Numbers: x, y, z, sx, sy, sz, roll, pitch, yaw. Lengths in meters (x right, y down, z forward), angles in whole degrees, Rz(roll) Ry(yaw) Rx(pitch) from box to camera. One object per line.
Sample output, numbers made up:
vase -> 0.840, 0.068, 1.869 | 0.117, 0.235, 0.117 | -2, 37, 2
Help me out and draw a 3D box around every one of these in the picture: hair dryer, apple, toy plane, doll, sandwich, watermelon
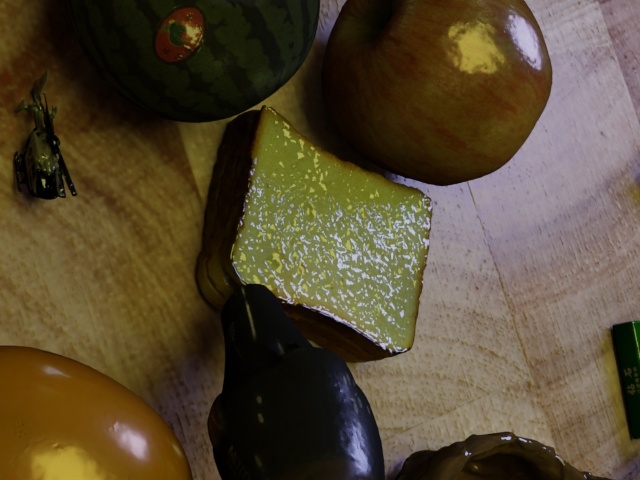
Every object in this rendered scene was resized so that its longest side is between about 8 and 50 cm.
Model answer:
hair dryer -> -0.069, 0.223, 0.865 | 0.120, 0.303, 0.359 | 14, 106, -21
apple -> 0.108, -0.159, 1.101 | 0.188, 0.211, 0.211 | 26, 62, -30
toy plane -> -0.216, -0.075, 0.920 | 0.031, 0.049, 0.120 | 7, 55, -38
doll -> -0.199, 0.190, 0.763 | 0.213, 0.213, 0.236 | 34, 72, -26
sandwich -> 0.000, 0.000, 1.058 | 0.215, 0.065, 0.186 | 23, 64, -32
watermelon -> -0.102, -0.203, 0.949 | 0.212, 0.212, 0.212 | 13, 69, -35

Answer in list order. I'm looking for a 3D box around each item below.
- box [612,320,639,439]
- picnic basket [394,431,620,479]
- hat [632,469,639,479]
box -> 0.435, 0.157, 1.375 | 0.235, 0.034, 0.132 | 0, 76, -38
picnic basket -> 0.210, 0.315, 0.964 | 0.337, 0.337, 0.293 | 46, 54, -19
hat -> 0.400, 0.284, 1.234 | 0.126, 0.203, 0.203 | 40, 53, 0
